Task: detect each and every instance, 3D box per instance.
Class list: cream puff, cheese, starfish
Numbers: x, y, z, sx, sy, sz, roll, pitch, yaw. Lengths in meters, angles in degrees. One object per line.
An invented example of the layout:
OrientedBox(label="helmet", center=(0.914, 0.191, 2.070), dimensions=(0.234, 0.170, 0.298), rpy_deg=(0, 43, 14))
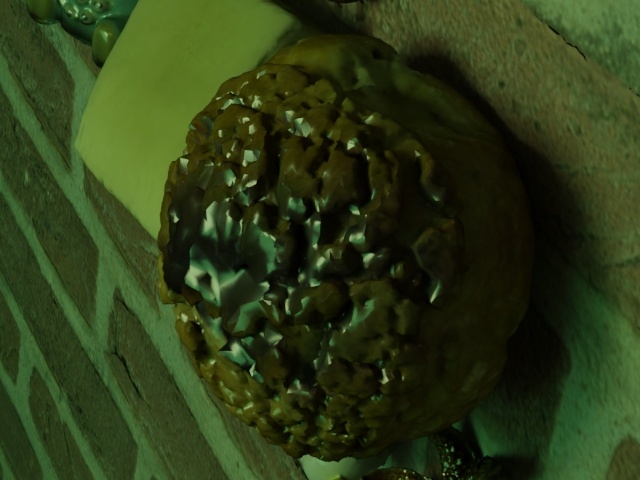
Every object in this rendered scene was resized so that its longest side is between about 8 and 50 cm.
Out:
OrientedBox(label="cream puff", center=(0.000, 0.000, 1.199), dimensions=(0.327, 0.231, 0.343), rpy_deg=(-24, 76, 48))
OrientedBox(label="cheese", center=(-0.106, -0.127, 1.460), dimensions=(0.242, 0.124, 0.265), rpy_deg=(-58, 39, 7))
OrientedBox(label="starfish", center=(0.107, 0.206, 1.288), dimensions=(0.146, 0.074, 0.190), rpy_deg=(69, 152, 21))

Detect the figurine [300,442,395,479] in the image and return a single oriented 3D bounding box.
OrientedBox(label="figurine", center=(0.036, 0.154, 1.383), dimensions=(0.129, 0.109, 0.178), rpy_deg=(-85, 19, -61))

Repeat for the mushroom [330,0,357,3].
OrientedBox(label="mushroom", center=(0.006, -0.249, 1.342), dimensions=(0.088, 0.073, 0.129), rpy_deg=(53, 167, -23))

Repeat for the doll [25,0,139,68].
OrientedBox(label="doll", center=(-0.208, -0.333, 1.646), dimensions=(0.177, 0.161, 0.260), rpy_deg=(37, 136, 29))
